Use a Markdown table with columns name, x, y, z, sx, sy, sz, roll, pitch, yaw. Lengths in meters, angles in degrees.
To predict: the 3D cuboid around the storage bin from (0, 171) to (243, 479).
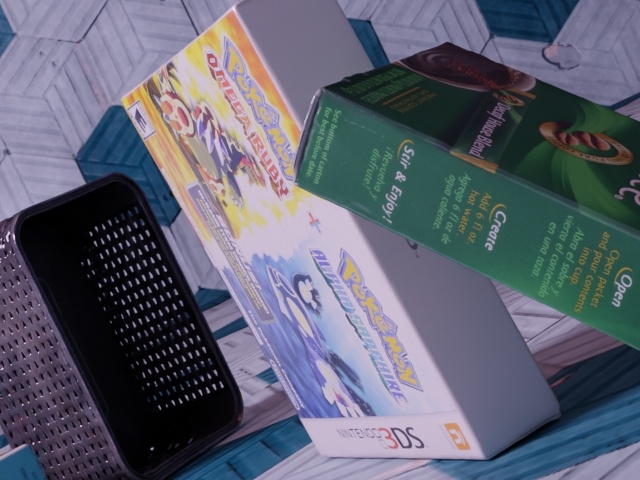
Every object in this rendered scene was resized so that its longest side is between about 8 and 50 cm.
| name | x | y | z | sx | sy | sz | roll | pitch | yaw |
| --- | --- | --- | --- | --- | --- | --- | --- | --- | --- |
| storage bin | -0.142 | 0.063 | 1.044 | 0.084 | 0.180 | 0.122 | -25 | 3 | 37 |

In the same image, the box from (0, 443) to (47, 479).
| name | x | y | z | sx | sy | sz | roll | pitch | yaw |
| --- | --- | --- | --- | --- | --- | --- | --- | --- | --- |
| box | -0.257 | 0.192 | 0.895 | 0.100 | 0.060 | 0.244 | -23 | 4 | 46 |

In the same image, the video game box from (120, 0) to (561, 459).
| name | x | y | z | sx | sy | sz | roll | pitch | yaw |
| --- | --- | --- | --- | --- | --- | --- | --- | --- | --- |
| video game box | 0.000 | 0.000 | 0.735 | 0.048 | 0.205 | 0.187 | -31 | 4 | -23 |

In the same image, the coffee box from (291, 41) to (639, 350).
| name | x | y | z | sx | sy | sz | roll | pitch | yaw |
| --- | --- | --- | --- | --- | --- | --- | --- | --- | --- |
| coffee box | 0.096 | -0.012 | 0.580 | 0.113 | 0.184 | 0.040 | -27 | -41 | -58 |
